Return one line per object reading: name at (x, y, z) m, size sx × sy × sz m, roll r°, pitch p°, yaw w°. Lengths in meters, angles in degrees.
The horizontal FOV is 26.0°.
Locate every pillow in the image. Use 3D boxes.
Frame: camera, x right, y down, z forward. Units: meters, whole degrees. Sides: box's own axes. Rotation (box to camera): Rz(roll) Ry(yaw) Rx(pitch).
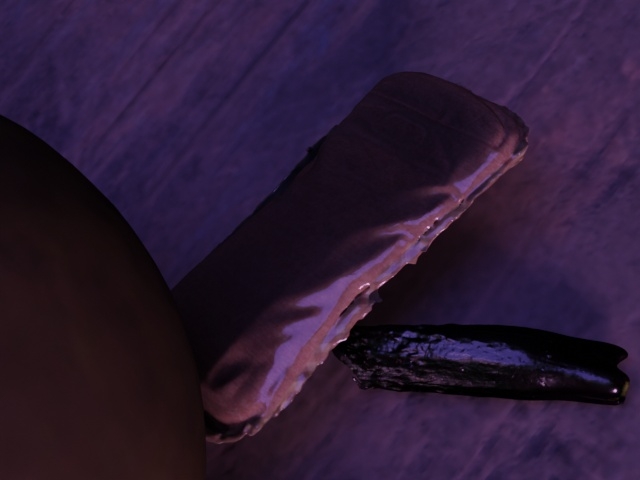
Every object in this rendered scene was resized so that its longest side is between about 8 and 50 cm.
pillow at (0.002, 0.001, 0.662) m, size 0.211 × 0.034 × 0.135 m, roll -44°, pitch 31°, yaw -4°

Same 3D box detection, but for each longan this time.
longan at (-0.195, 0.094, 0.559) m, size 0.319 × 0.319 × 0.319 m, roll -9°, pitch 61°, yaw 17°

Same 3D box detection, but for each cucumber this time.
cucumber at (0.071, 0.053, 0.626) m, size 0.134 × 0.034 × 0.033 m, roll -1°, pitch 59°, yaw 21°
